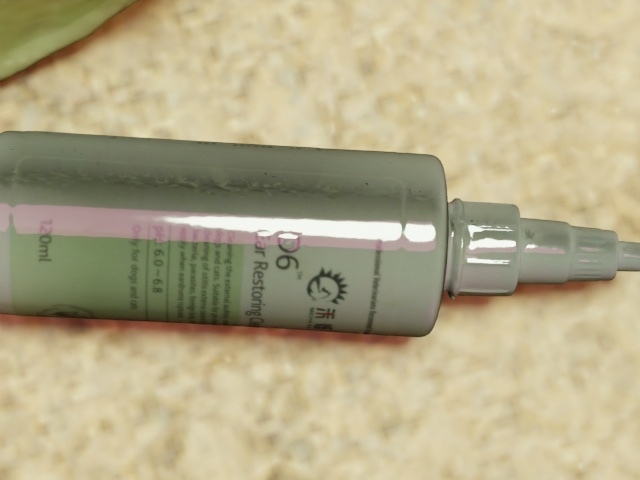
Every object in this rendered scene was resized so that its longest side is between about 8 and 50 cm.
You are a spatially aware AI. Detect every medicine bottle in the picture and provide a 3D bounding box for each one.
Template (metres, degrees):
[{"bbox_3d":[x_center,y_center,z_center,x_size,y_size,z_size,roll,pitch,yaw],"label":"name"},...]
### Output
[{"bbox_3d":[0.000,0.000,0.539,0.199,0.057,0.057,4,82,-3],"label":"medicine bottle"}]

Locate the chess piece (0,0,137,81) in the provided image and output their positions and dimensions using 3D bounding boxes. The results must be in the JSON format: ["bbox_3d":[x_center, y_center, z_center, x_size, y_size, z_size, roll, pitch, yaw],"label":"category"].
[{"bbox_3d":[-0.202,-0.254,0.494,0.234,0.234,0.442,-21,79,-5],"label":"chess piece"}]
